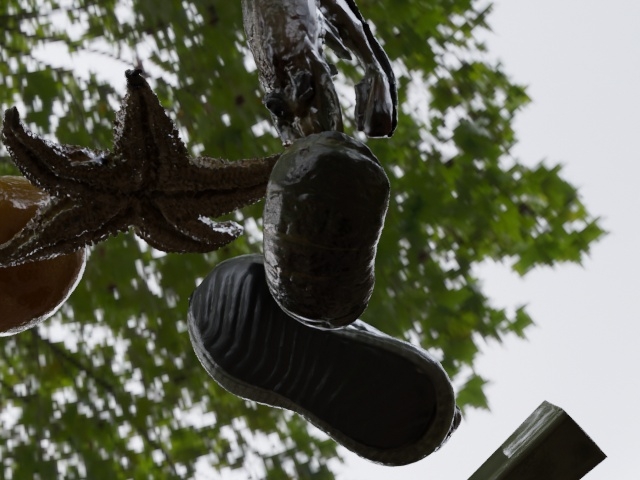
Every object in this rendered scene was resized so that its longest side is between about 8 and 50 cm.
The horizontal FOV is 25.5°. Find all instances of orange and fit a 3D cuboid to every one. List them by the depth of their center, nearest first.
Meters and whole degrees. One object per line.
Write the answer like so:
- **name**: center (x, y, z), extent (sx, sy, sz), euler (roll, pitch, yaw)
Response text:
- **orange**: center (-0.299, 0.009, 1.316), extent (0.159, 0.159, 0.136), euler (-32, -42, 4)

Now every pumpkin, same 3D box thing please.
- **pumpkin**: center (-0.001, 0.000, 0.557), extent (0.050, 0.028, 0.083), euler (9, -69, 21)

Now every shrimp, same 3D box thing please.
- **shrimp**: center (0.005, -0.138, 1.078), extent (0.058, 0.253, 0.173), euler (-36, -45, 25)

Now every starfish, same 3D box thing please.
- **starfish**: center (-0.127, -0.035, 0.925), extent (0.241, 0.043, 0.227), euler (-23, -34, 5)

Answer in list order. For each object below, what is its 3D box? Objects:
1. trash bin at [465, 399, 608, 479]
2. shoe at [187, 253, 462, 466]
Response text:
- **trash bin**: center (0.127, 0.148, 0.892), extent (0.092, 0.061, 0.043), euler (-41, -89, -3)
- **shoe**: center (0.007, 0.093, 1.022), extent (0.099, 0.227, 0.112), euler (-60, -31, -3)
